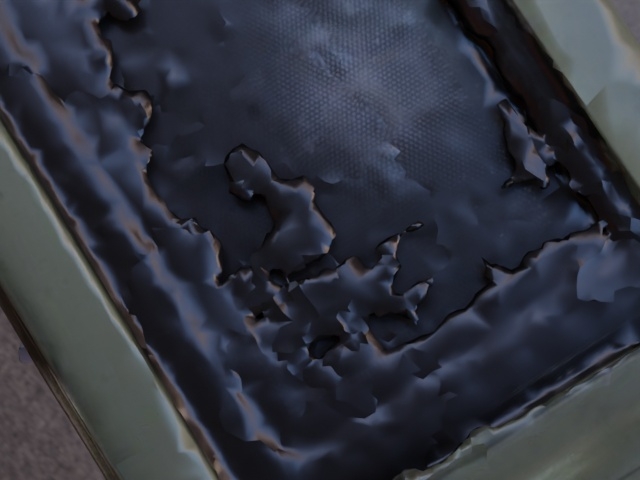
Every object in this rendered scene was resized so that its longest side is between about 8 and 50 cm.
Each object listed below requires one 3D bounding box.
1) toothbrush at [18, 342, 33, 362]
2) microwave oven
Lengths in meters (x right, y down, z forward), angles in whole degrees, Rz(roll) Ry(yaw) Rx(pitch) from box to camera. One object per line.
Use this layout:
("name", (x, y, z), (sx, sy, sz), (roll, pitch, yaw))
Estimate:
("toothbrush", (-0.082, 0.069, 0.857), (0.194, 0.014, 0.017), (3, 102, -2))
("microwave oven", (0.000, 0.000, 0.518), (0.218, 0.286, 0.355), (-33, 85, -1))
